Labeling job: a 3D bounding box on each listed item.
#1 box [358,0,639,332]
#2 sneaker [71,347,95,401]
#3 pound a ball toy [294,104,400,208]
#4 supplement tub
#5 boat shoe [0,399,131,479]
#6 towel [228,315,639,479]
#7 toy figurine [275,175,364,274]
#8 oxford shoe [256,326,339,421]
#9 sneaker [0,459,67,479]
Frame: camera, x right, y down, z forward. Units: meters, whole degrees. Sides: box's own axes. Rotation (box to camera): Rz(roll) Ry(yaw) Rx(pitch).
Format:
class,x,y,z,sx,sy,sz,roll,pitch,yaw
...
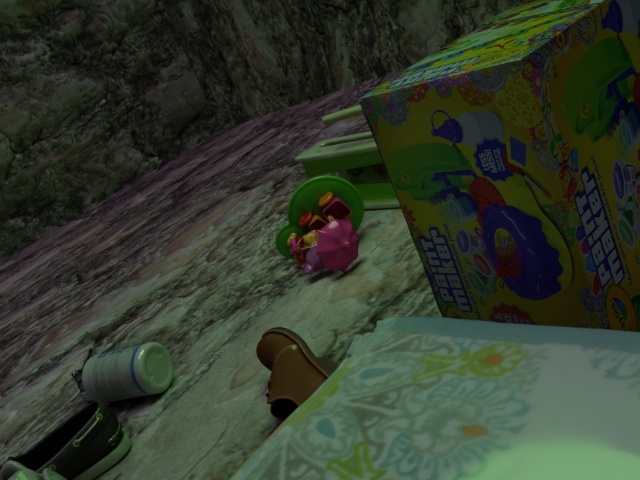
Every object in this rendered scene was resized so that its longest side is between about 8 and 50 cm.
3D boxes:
class,x,y,z,sx,sy,sz,roll,pitch,yaw
box,0.230,-0.071,0.702,0.177,0.290,0.279,-2,28,49
sneaker,-0.311,0.181,1.027,0.098,0.069,0.038,-31,19,-22
pound a ball toy,0.093,-0.177,1.328,0.136,0.208,0.319,-36,20,-34
supplement tub,-0.261,0.180,0.963,0.107,0.071,0.071,-14,20,25
boat shoe,-0.328,0.267,0.796,0.228,0.068,0.081,-33,20,-28
towel,0.098,0.179,0.473,0.374,0.090,0.320,-2,31,45
toy figurine,0.000,0.000,1.125,0.173,0.130,0.159,-42,23,15
oxford shoe,-0.033,0.150,0.759,0.076,0.076,0.212,-35,21,-16
sneaker,-0.222,0.257,0.602,0.262,0.121,0.099,-6,25,44
